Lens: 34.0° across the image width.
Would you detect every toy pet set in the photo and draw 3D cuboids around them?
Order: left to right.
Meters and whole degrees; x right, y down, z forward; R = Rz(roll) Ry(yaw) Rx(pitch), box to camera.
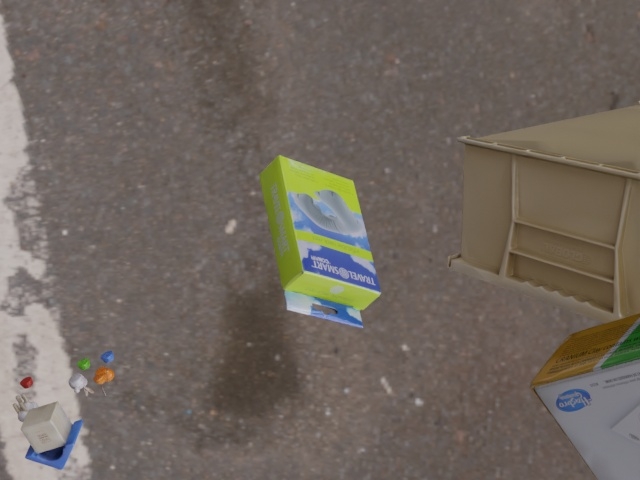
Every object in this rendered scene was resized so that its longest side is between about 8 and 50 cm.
[{"bbox_3d":[-0.289,0.199,1.201,0.114,0.122,0.065,-86,155,-60],"label":"toy pet set"}]

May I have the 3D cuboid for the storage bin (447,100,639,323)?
[{"bbox_3d":[0.292,-0.029,0.881,0.262,0.260,0.123,-13,111,-34],"label":"storage bin"}]

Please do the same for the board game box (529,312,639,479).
[{"bbox_3d":[0.315,0.174,0.652,0.064,0.242,0.316,-41,99,-39],"label":"board game box"}]

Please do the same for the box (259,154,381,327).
[{"bbox_3d":[0.000,0.000,1.118,0.109,0.042,0.178,16,46,-35],"label":"box"}]
